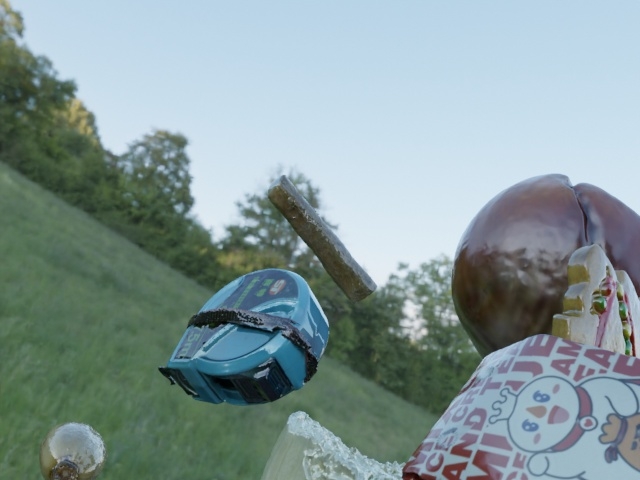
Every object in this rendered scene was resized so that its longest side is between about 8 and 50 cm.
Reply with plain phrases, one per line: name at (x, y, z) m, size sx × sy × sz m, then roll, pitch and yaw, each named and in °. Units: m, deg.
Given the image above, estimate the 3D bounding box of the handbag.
handbag at (0.221, 0.190, 0.526) m, size 0.298 × 0.171 × 0.151 m, roll 13°, pitch -44°, yaw 37°

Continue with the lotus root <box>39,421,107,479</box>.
lotus root at (-0.275, 0.237, 0.724) m, size 0.073 × 0.062 × 0.150 m, roll 24°, pitch -8°, yaw -15°

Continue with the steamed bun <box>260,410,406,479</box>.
steamed bun at (0.027, 0.385, 0.936) m, size 0.272 × 0.273 × 0.290 m, roll 35°, pitch -6°, yaw 34°

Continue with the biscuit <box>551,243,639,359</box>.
biscuit at (0.339, 0.120, 0.748) m, size 0.238 × 0.212 × 0.041 m, roll 14°, pitch -14°, yaw -40°

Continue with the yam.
yam at (0.000, 0.000, 1.540) m, size 0.357 × 0.081 × 0.081 m, roll 50°, pitch -17°, yaw -7°

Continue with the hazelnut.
hazelnut at (0.380, 0.078, 1.028) m, size 0.372 × 0.372 × 0.315 m, roll 12°, pitch -39°, yaw 1°

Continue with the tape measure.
tape measure at (-0.060, 0.085, 0.592) m, size 0.146 × 0.125 × 0.081 m, roll -3°, pitch -51°, yaw 34°
